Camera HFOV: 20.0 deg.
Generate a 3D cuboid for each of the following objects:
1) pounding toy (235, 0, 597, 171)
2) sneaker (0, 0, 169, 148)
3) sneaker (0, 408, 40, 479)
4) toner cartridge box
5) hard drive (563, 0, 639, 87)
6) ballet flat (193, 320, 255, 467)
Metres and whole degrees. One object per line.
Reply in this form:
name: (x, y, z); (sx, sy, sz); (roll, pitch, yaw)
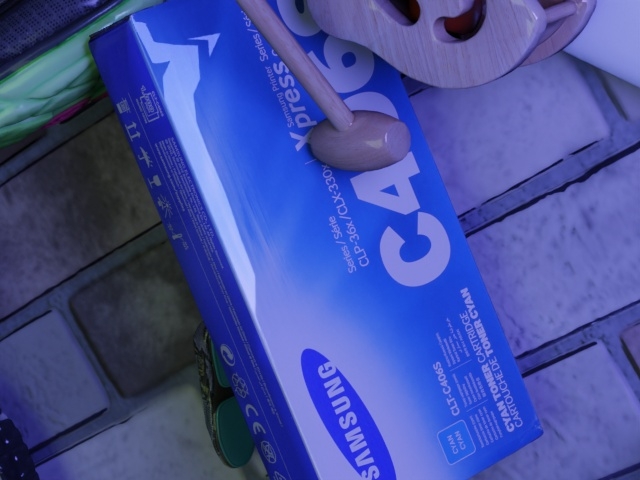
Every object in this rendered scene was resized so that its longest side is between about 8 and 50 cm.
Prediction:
pounding toy: (0.054, -0.162, 1.024); (0.154, 0.155, 0.269); (9, 111, 32)
sneaker: (-0.306, -0.157, 1.274); (0.483, 0.185, 0.202); (-5, 107, 31)
sneaker: (-0.259, 0.300, 1.429); (0.182, 0.158, 0.410); (-31, 88, 43)
toner cartridge box: (0.000, 0.000, 1.148); (0.075, 0.165, 0.347); (-13, 101, 62)
hard drive: (0.180, -0.202, 1.056); (0.308, 0.040, 0.203); (29, 119, 19)
ballet flat: (-0.070, 0.107, 1.314); (0.041, 0.041, 0.114); (2, 107, 30)
